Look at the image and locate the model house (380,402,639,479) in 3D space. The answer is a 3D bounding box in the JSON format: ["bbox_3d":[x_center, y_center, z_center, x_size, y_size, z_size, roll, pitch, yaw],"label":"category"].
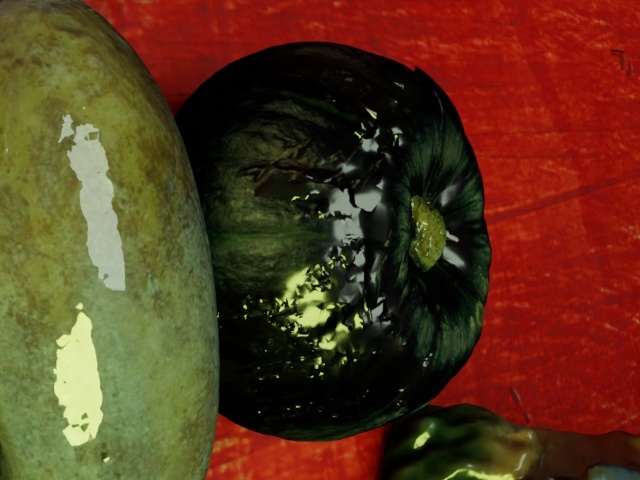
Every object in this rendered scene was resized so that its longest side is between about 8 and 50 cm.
[{"bbox_3d":[0.280,0.335,0.782,0.395,0.400,0.445,29,61,-45],"label":"model house"}]

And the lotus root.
[{"bbox_3d":[-0.114,0.046,0.570,0.140,0.158,0.322,-19,103,-43],"label":"lotus root"}]

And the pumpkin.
[{"bbox_3d":[0.000,0.000,0.704,0.233,0.163,0.233,11,77,-56],"label":"pumpkin"}]
